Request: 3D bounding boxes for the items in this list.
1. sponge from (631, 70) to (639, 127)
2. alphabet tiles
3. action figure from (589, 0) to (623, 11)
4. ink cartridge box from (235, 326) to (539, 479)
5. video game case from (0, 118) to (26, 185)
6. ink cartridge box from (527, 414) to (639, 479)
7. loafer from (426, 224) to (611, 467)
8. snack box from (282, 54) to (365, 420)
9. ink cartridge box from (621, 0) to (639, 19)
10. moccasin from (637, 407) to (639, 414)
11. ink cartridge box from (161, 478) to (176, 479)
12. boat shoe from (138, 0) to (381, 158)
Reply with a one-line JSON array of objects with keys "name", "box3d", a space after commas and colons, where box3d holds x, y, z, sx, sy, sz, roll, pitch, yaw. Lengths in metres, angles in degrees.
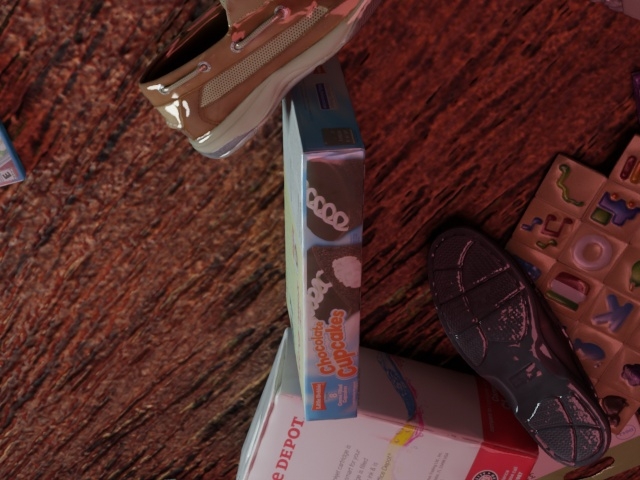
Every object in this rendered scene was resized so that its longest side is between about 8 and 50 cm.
[{"name": "sponge", "box3d": [0.404, -0.104, 1.154, 0.117, 0.031, 0.210, -18, 126, 5]}, {"name": "alphabet tiles", "box3d": [0.339, 0.059, 1.206, 0.285, 0.011, 0.342, 26, 121, 3]}, {"name": "action figure", "box3d": [0.245, -0.267, 0.996, 0.232, 0.063, 0.137, 16, 119, -23]}, {"name": "ink cartridge box", "box3d": [0.070, 0.254, 1.277, 0.306, 0.131, 0.226, 17, 122, -5]}, {"name": "video game case", "box3d": [-0.389, -0.089, 1.058, 0.166, 0.015, 0.119, -14, 127, 2]}, {"name": "ink cartridge box", "box3d": [0.329, 0.264, 1.400, 0.171, 0.056, 0.235, -25, 124, 9]}, {"name": "loafer", "box3d": [0.221, 0.111, 1.213, 0.109, 0.095, 0.302, -32, 93, 23]}, {"name": "snack box", "box3d": [0.000, 0.000, 1.074, 0.060, 0.187, 0.322, -4, 127, -6]}, {"name": "ink cartridge box", "box3d": [0.341, -0.331, 0.894, 0.198, 0.115, 0.273, -30, 127, -11]}, {"name": "moccasin", "box3d": [0.545, 0.150, 1.298, 0.342, 0.138, 0.117, -24, 130, 10]}, {"name": "ink cartridge box", "box3d": [-0.198, 0.390, 1.355, 0.063, 0.150, 0.109, -7, 127, -8]}, {"name": "boat shoe", "box3d": [-0.041, -0.211, 0.958, 0.116, 0.123, 0.324, 33, 114, -25]}]
